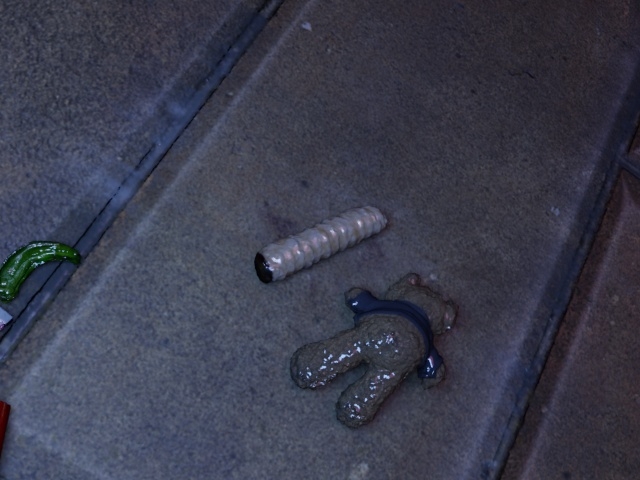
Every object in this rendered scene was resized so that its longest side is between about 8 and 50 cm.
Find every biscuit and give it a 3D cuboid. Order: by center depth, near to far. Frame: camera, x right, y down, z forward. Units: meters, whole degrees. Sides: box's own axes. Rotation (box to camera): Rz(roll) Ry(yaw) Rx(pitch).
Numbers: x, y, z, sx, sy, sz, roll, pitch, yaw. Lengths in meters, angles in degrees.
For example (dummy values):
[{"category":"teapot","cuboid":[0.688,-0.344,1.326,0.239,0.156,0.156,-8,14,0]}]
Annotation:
[{"category":"biscuit","cuboid":[0.000,0.000,1.128,0.219,0.061,0.055,-23,125,-25]}]

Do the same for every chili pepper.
[{"category":"chili pepper","cuboid":[-0.371,0.032,0.989,0.118,0.035,0.055,-34,98,-37]}]

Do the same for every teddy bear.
[{"category":"teddy bear","cuboid":[0.094,0.144,1.067,0.182,0.129,0.251,48,63,-1]}]

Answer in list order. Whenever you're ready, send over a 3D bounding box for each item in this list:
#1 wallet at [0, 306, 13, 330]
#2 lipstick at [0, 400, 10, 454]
[{"category":"wallet","cuboid":[-0.504,0.061,0.930,0.232,0.025,0.119,42,62,-2]},{"category":"lipstick","cuboid":[-0.405,0.315,0.850,0.073,0.073,0.279,11,67,-17]}]
